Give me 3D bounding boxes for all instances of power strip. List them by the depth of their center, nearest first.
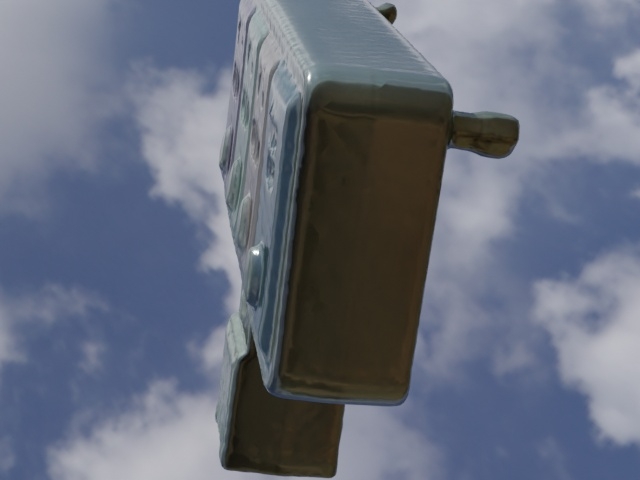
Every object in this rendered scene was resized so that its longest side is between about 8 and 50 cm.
[{"bbox_3d":[0.000,0.000,0.488,0.061,0.216,0.145,7,-74,-8],"label":"power strip"}]
